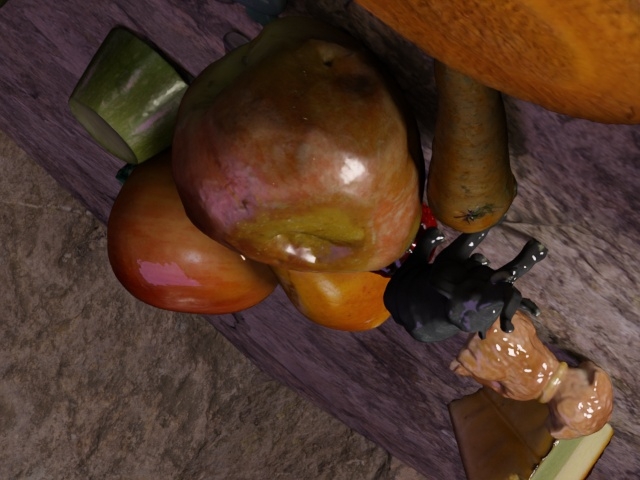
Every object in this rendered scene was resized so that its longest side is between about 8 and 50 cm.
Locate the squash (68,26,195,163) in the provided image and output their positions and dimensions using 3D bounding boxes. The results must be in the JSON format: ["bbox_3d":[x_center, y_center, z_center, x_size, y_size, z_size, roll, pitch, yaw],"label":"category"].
[{"bbox_3d":[-0.233,-0.177,1.570,0.170,0.123,0.170,38,163,13],"label":"squash"}]

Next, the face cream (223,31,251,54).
[{"bbox_3d":[-0.081,-0.187,1.286,0.040,0.021,0.083,37,169,9],"label":"face cream"}]

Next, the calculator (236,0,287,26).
[{"bbox_3d":[-0.072,-0.236,1.066,0.095,0.021,0.153,30,165,37],"label":"calculator"}]

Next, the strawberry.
[{"bbox_3d":[0.077,-0.010,1.332,0.106,0.106,0.106,36,169,9],"label":"strawberry"}]

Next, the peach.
[{"bbox_3d":[-0.003,-0.071,1.071,0.235,0.214,0.214,36,170,-24],"label":"peach"}]

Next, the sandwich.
[{"bbox_3d":[0.243,0.280,1.625,0.186,0.220,0.108,24,163,50],"label":"sandwich"}]

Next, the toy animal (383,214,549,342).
[{"bbox_3d":[0.147,0.036,1.172,0.082,0.137,0.269,44,162,-13],"label":"toy animal"}]

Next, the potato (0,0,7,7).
[{"bbox_3d":[-0.392,-0.313,1.224,0.216,0.216,0.304,39,-176,-7],"label":"potato"}]

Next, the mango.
[{"bbox_3d":[0.000,0.000,1.432,0.257,0.138,0.187,38,-150,-60],"label":"mango"}]

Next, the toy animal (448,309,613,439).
[{"bbox_3d":[0.246,0.148,1.395,0.185,0.104,0.184,39,170,14],"label":"toy animal"}]

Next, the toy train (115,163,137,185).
[{"bbox_3d":[-0.186,-0.059,1.902,0.269,0.115,0.154,29,157,39],"label":"toy train"}]

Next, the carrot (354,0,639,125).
[{"bbox_3d":[0.102,-0.163,0.686,0.258,0.100,0.307,31,174,24],"label":"carrot"}]

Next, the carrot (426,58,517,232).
[{"bbox_3d":[0.113,-0.092,0.965,0.078,0.078,0.298,33,163,22],"label":"carrot"}]

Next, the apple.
[{"bbox_3d":[-0.144,-0.009,1.639,0.241,0.242,0.242,12,162,14],"label":"apple"}]
